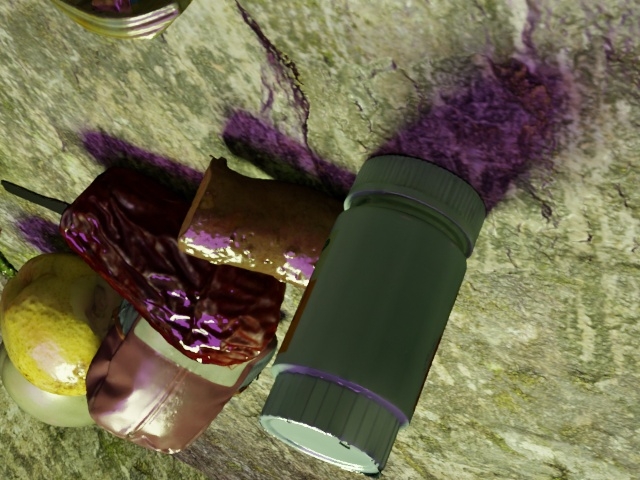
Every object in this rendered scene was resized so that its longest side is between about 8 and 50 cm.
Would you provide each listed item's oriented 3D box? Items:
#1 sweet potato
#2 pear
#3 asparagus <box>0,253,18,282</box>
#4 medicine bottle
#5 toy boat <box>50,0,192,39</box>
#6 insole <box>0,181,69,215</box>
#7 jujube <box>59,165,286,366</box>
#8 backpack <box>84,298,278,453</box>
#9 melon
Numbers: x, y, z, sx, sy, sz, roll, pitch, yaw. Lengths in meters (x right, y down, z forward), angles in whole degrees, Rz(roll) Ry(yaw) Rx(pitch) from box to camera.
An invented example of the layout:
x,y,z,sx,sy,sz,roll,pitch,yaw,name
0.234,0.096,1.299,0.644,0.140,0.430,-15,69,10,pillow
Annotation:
x,y,z,sx,sy,sz,roll,pitch,yaw,name
-0.001,0.003,1.236,0.337,0.131,0.131,17,159,-8,sweet potato
-0.474,0.152,1.874,0.271,0.271,0.271,21,158,9,pear
-0.693,0.066,2.210,0.036,0.030,0.165,9,155,9,asparagus
0.057,0.080,1.078,0.158,0.318,0.158,20,157,9,medicine bottle
-0.200,-0.237,0.969,0.172,0.065,0.066,12,133,27,toy boat
-0.464,-0.063,1.711,0.188,0.004,0.064,21,158,8,insole
-0.209,0.034,1.436,0.342,0.216,0.216,35,157,-10,jujube
-0.263,0.219,1.760,0.283,0.317,0.197,32,-166,-15,backpack
-0.567,0.288,2.268,0.268,0.268,0.330,4,163,40,melon
